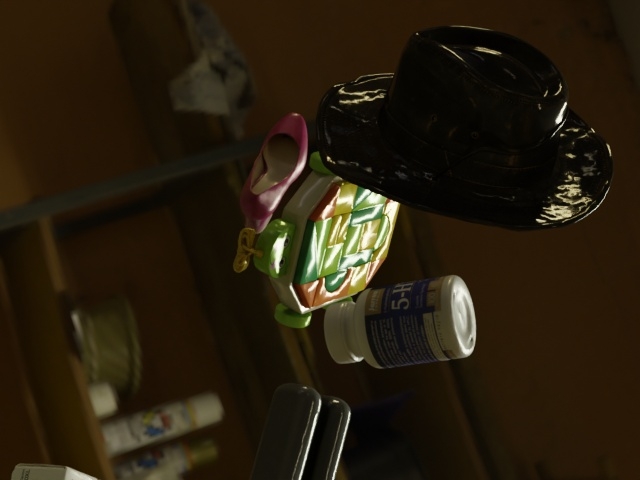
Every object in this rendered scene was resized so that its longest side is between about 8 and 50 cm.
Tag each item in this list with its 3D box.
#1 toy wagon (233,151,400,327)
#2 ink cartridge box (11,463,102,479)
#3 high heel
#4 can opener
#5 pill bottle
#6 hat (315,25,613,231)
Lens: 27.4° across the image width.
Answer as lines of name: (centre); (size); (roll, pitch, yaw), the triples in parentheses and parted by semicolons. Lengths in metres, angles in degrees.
toy wagon: (0.000, 0.000, 1.948); (0.068, 0.344, 0.267); (23, -69, 28)
ink cartridge box: (-0.395, 0.463, 2.079); (0.100, 0.237, 0.172); (-2, -112, 24)
high heel: (-0.075, -0.135, 2.177); (0.082, 0.244, 0.117); (23, -28, 7)
can opener: (-0.052, 0.252, 1.051); (0.093, 0.074, 0.280); (9, -103, 45)
pill bottle: (0.105, 0.114, 1.767); (0.187, 0.112, 0.112); (-10, -81, 22)
hat: (0.160, -0.148, 1.395); (0.331, 0.331, 0.134); (46, -37, 40)
